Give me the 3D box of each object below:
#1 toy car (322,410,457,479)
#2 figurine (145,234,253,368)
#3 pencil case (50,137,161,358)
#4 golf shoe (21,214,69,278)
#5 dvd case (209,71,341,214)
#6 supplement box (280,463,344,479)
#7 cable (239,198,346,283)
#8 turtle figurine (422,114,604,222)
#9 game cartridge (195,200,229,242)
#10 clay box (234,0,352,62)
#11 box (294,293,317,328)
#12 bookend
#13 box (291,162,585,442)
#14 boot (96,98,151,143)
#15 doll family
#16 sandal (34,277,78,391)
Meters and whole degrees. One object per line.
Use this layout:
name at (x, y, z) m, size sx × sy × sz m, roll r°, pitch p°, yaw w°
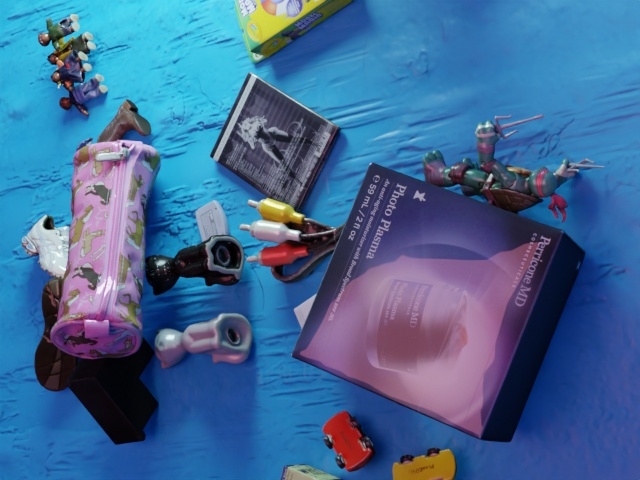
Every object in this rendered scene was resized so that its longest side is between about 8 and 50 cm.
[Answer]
toy car at (0.073, 0.386, 1.828) m, size 0.239 × 0.053 × 0.225 m, roll 14°, pitch 68°, yaw 36°
figurine at (-0.220, 0.112, 2.097) m, size 0.209 × 0.092 × 0.214 m, roll -13°, pitch 81°, yaw 42°
pencil case at (-0.362, 0.013, 2.099) m, size 0.160 × 0.167 × 0.386 m, roll -11°, pitch 59°, yaw 22°
golf shoe at (-0.491, 0.016, 2.315) m, size 0.176 × 0.069 × 0.086 m, roll 37°, pitch 100°, yaw 32°
dvd case at (-0.079, -0.163, 2.066) m, size 0.221 × 0.018 × 0.164 m, roll 35°, pitch 106°, yaw 33°
supplement box at (-0.019, 0.401, 1.928) m, size 0.083 × 0.056 × 0.083 m, roll 15°, pitch 93°, yaw 36°
cable at (0.000, 0.000, 1.955) m, size 0.287 × 0.072 × 0.139 m, roll -1°, pitch 89°, yaw 36°
turtle figurine at (0.262, -0.095, 1.714) m, size 0.234 × 0.175 × 0.118 m, roll 0°, pitch 65°, yaw 50°
game cartridge at (-0.184, -0.024, 2.126) m, size 0.056 × 0.017 × 0.083 m, roll -28°, pitch 69°, yaw 34°
clay box at (-0.061, -0.402, 2.061) m, size 0.222 × 0.053 × 0.127 m, roll -29°, pitch 68°, yaw 29°
box at (0.035, 0.127, 1.903) m, size 0.102 × 0.087 × 0.101 m, roll -35°, pitch 67°, yaw 27°
bookend at (-0.342, 0.244, 2.160) m, size 0.072 × 0.156 × 0.157 m, roll -13°, pitch 32°, yaw 34°
box at (0.166, 0.086, 1.704) m, size 0.294 × 0.183 × 0.296 m, roll 21°, pitch 88°, yaw 23°
boot at (-0.365, -0.187, 2.263) m, size 0.114 × 0.037 × 0.106 m, roll -49°, pitch 46°, yaw 17°
doll family at (-0.475, -0.329, 2.340) m, size 0.111 × 0.076 × 0.193 m, roll -22°, pitch 75°, yaw 27°
sandal at (-0.477, 0.172, 2.281) m, size 0.090 × 0.060 × 0.219 m, roll 6°, pitch 100°, yaw 21°
